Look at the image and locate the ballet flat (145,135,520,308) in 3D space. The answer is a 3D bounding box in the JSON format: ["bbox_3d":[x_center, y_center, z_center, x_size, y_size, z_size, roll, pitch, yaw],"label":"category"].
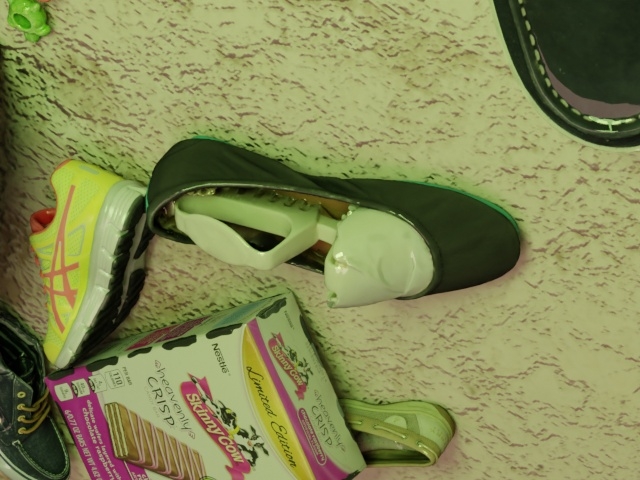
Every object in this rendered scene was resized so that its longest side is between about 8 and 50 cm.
[{"bbox_3d":[0.000,0.000,1.300,0.280,0.096,0.095,12,131,18],"label":"ballet flat"}]

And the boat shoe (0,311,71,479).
[{"bbox_3d":[-0.263,0.145,1.580,0.083,0.065,0.183,-18,115,39],"label":"boat shoe"}]

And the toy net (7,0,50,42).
[{"bbox_3d":[-0.245,-0.221,1.254,0.122,0.045,0.232,26,146,10],"label":"toy net"}]

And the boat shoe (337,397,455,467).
[{"bbox_3d":[0.033,0.162,1.450,0.153,0.048,0.056,-4,124,30],"label":"boat shoe"}]

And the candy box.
[{"bbox_3d":[-0.096,0.147,1.462,0.233,0.071,0.159,-18,100,37],"label":"candy box"}]

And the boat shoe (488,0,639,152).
[{"bbox_3d":[0.161,-0.243,0.976,0.187,0.156,0.500,14,133,15],"label":"boat shoe"}]

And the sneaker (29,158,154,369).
[{"bbox_3d":[-0.193,0.015,1.437,0.094,0.081,0.208,33,129,11],"label":"sneaker"}]
